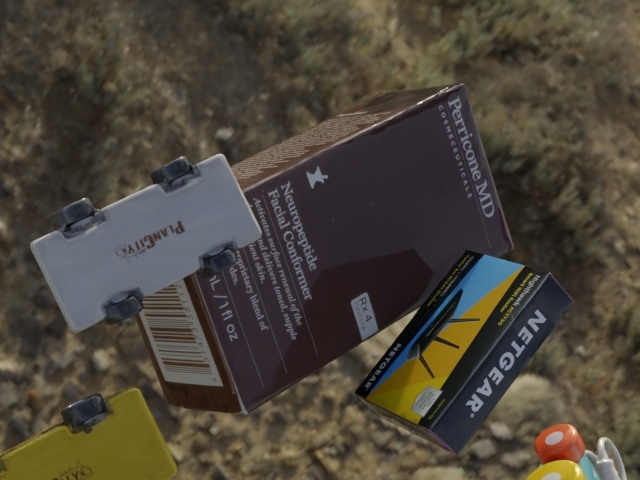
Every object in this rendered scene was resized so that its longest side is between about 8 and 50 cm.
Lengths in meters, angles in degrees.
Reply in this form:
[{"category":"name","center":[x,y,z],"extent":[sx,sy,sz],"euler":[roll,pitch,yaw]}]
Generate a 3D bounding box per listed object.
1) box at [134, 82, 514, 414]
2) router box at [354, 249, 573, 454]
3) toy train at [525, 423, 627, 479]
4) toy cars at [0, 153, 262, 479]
[{"category":"box","center":[0.000,0.000,1.339],"extent":[0.381,0.143,0.191],"euler":[-30,107,-37]},{"category":"router box","center":[0.129,0.098,1.254],"extent":[0.046,0.133,0.179],"euler":[45,76,-27]},{"category":"toy train","center":[0.113,0.157,0.542],"extent":[0.125,0.046,0.166],"euler":[35,35,-59]},{"category":"toy cars","center":[-0.183,0.097,1.098],"extent":[0.176,0.087,0.394],"euler":[27,70,-22]}]
